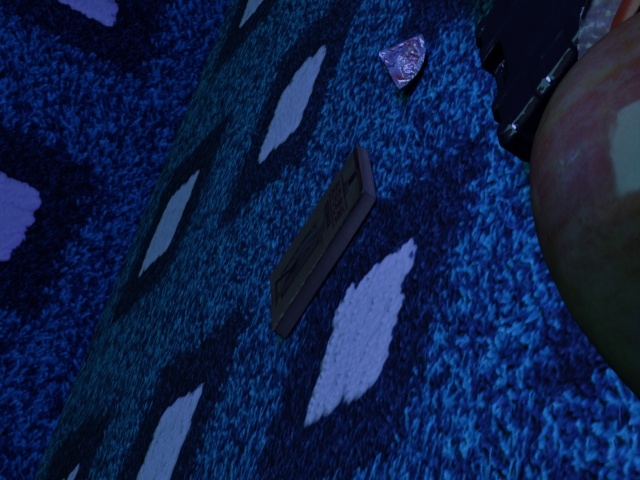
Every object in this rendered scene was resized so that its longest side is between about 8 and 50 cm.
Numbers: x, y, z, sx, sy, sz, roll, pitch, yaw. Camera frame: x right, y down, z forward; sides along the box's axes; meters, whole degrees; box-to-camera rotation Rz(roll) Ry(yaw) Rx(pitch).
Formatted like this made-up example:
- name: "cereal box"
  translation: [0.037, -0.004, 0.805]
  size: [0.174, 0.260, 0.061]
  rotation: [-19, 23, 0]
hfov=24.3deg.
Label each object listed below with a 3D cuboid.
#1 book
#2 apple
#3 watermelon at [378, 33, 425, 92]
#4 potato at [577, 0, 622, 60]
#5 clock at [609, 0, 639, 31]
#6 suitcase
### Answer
- name: "book"
  translation: [0.000, 0.000, 1.937]
  size: [0.231, 0.026, 0.161]
  rotation: [-57, 16, 21]
- name: "apple"
  translation: [0.241, -0.024, 0.749]
  size: [0.234, 0.257, 0.257]
  rotation: [-43, 24, 40]
- name: "watermelon"
  translation: [0.097, -0.230, 1.933]
  size: [0.085, 0.061, 0.085]
  rotation: [-44, 29, 33]
- name: "potato"
  translation: [0.294, -0.146, 1.046]
  size: [0.182, 0.117, 0.202]
  rotation: [47, 111, 26]
- name: "clock"
  translation: [0.279, -0.109, 0.957]
  size: [0.205, 0.051, 0.205]
  rotation: [-3, 85, 35]
- name: "suitcase"
  translation: [0.236, -0.212, 1.438]
  size: [0.206, 0.066, 0.285]
  rotation: [-56, 16, 26]
